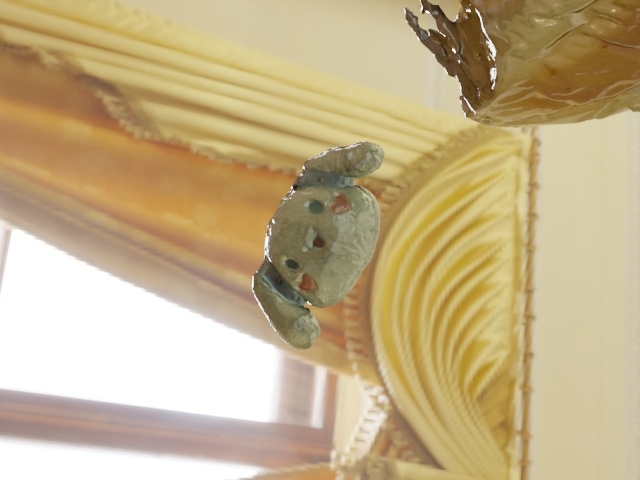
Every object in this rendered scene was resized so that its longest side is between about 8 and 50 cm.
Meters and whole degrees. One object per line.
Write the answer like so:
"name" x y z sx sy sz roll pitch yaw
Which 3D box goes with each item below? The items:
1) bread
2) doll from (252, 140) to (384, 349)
"bread" 0.237 -0.240 0.814 0.388 0.236 0.183 -46 -130 54
"doll" 0.000 0.000 1.026 0.214 0.103 0.071 -67 163 9
